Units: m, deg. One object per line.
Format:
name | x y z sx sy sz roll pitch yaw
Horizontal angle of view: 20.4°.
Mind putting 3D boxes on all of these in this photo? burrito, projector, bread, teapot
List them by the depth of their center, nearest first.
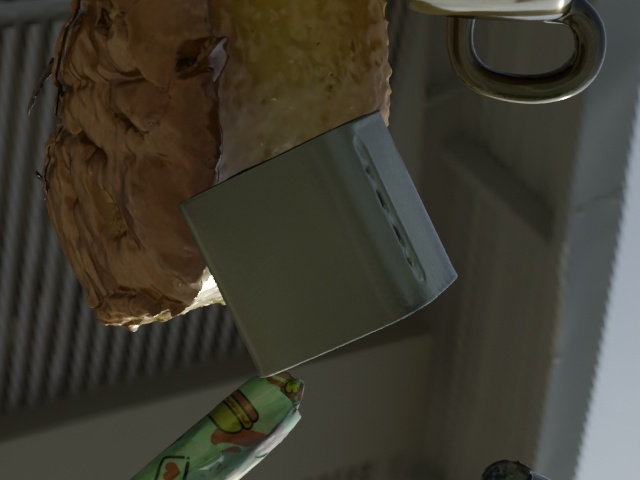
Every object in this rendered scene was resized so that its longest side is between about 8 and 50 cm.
projector | 0.000 0.000 0.748 0.083 0.083 0.082 -24 -87 20
bread | -0.050 -0.041 0.901 0.147 0.160 0.260 60 -36 31
teapot | 0.137 -0.208 1.041 0.185 0.175 0.267 -79 171 -66
burrito | -0.120 0.220 1.452 0.054 0.288 0.104 38 -21 35

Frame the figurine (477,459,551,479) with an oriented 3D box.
figurine | 0.157 0.194 0.982 0.250 0.166 0.141 17 -27 15
